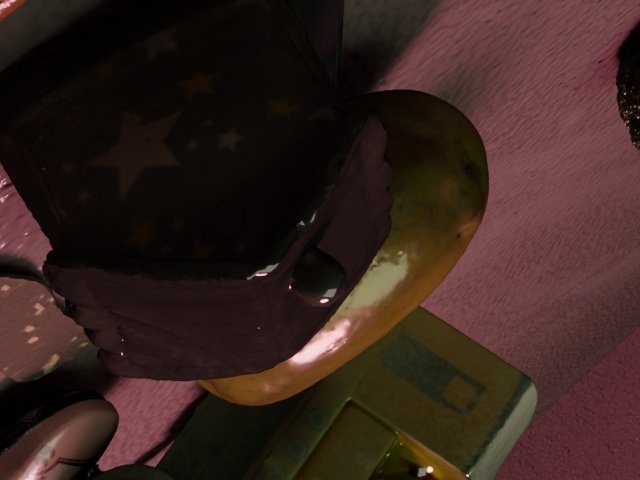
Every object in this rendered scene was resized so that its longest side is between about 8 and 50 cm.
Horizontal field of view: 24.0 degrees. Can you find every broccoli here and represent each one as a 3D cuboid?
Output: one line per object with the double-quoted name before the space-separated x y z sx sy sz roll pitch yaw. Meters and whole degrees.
"broccoli" 0.338 -0.145 1.353 0.162 0.138 0.146 -61 -173 26

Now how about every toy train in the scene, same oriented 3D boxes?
"toy train" -0.020 0.187 1.175 0.397 0.253 0.160 -53 168 -16

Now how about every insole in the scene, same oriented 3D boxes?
"insole" -0.202 0.056 0.974 0.081 0.011 0.248 -34 164 -2

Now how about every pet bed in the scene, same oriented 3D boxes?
"pet bed" -0.054 -0.012 0.795 0.183 0.159 0.211 -26 161 -7

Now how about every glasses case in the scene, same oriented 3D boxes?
"glasses case" -0.280 0.220 1.137 0.314 0.075 0.122 -41 165 8

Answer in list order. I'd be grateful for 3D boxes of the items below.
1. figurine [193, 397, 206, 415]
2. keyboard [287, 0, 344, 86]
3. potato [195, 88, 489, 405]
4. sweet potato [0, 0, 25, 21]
"figurine" -0.073 0.202 1.442 0.235 0.127 0.155 -32 -179 -9
"keyboard" -0.021 -0.126 0.835 0.093 0.025 0.230 -32 163 -13
"potato" 0.000 0.000 0.995 0.228 0.148 0.197 -34 -177 37
"sweet potato" -0.151 -0.098 0.624 0.179 0.044 0.044 -38 164 5
